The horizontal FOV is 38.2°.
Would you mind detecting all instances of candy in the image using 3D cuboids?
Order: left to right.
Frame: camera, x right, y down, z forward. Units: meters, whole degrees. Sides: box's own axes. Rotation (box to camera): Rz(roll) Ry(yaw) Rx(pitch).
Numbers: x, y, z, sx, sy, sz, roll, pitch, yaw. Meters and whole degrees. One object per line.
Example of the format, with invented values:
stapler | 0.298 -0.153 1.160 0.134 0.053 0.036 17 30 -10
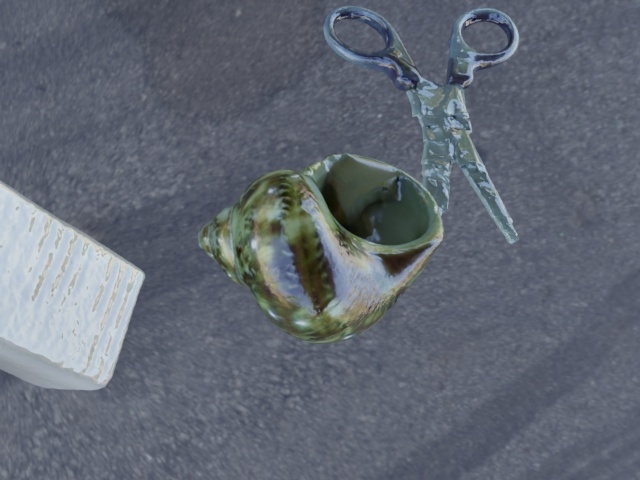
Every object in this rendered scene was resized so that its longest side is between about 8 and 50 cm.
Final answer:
candy | -0.410 0.058 1.224 0.358 0.145 0.208 43 59 -51

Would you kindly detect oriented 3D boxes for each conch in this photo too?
conch | -0.002 0.001 0.793 0.181 0.124 0.187 30 43 -17

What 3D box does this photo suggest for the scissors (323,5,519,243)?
scissors | 0.149 -0.150 1.103 0.256 0.029 0.383 -2 53 -9
